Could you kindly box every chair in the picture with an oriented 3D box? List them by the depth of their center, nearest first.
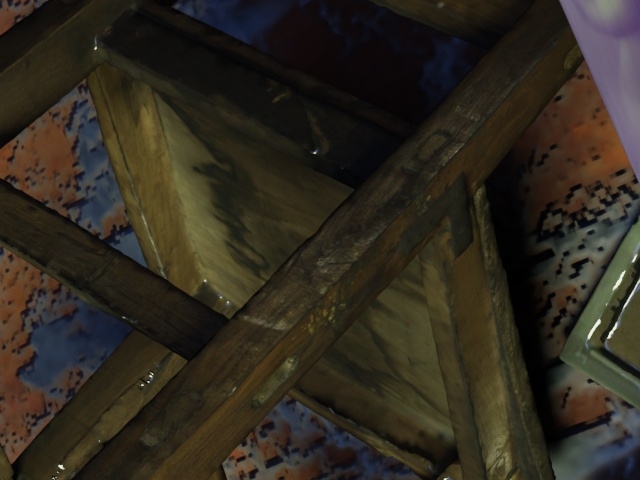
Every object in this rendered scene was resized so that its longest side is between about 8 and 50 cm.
[{"bbox_3d":[0.000,0.000,0.614,0.203,0.416,0.240,28,151,32],"label":"chair"}]

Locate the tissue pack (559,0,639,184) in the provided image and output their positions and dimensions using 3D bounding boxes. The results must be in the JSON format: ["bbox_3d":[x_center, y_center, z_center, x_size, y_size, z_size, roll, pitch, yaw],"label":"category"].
[{"bbox_3d":[0.174,-0.153,0.459,0.242,0.160,0.338,-18,76,-8],"label":"tissue pack"}]

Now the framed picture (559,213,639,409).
[{"bbox_3d":[0.234,-0.020,0.567,0.209,0.019,0.281,34,109,23],"label":"framed picture"}]
